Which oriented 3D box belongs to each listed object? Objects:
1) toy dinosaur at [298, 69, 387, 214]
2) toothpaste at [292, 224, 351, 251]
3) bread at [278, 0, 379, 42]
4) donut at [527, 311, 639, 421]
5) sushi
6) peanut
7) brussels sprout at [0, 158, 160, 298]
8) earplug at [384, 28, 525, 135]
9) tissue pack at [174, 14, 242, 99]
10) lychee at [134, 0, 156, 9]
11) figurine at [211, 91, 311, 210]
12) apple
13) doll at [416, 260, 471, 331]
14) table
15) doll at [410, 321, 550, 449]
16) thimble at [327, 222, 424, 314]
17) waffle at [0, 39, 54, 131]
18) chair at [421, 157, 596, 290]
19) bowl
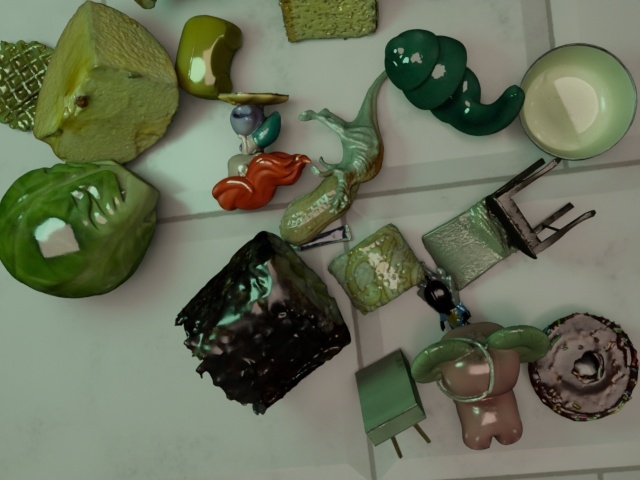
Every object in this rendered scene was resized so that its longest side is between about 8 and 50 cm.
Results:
[{"bbox_3d":[0.070,-0.242,1.639,0.205,0.092,0.393,35,66,5],"label":"toy dinosaur"},{"bbox_3d":[0.000,0.000,1.710,0.140,0.021,0.037,-16,89,6],"label":"toothpaste"},{"bbox_3d":[0.002,-0.625,1.666,0.248,0.279,0.315,-2,49,6],"label":"bread"},{"bbox_3d":[0.561,0.267,1.616,0.235,0.089,0.235,0,92,8],"label":"donut"},{"bbox_3d":[-0.117,0.175,1.598,0.294,0.281,0.299,-43,98,6],"label":"sushi"},{"bbox_3d":[-0.002,-0.073,1.674,0.214,0.098,0.090,-36,125,6],"label":"peanut"},{"bbox_3d":[-0.519,-0.030,1.649,0.355,0.281,0.289,-43,63,-11],"label":"brussels sprout"},{"bbox_3d":[0.258,-0.330,1.568,0.280,0.257,0.164,24,115,-24],"label":"earplug"},{"bbox_3d":[-0.257,-0.407,1.674,0.127,0.123,0.178,12,94,11],"label":"tissue pack"},{"bbox_3d":[-0.287,-0.667,1.607,0.320,0.270,0.270,-35,87,-26],"label":"lychee"},{"bbox_3d":[-0.133,-0.192,1.647,0.208,0.181,0.257,-4,100,-21],"label":"figurine"},{"bbox_3d":[-0.487,-0.319,1.649,0.314,0.252,0.309,42,130,-4],"label":"apple"},{"bbox_3d":[0.271,0.129,1.656,0.096,0.070,0.195,-32,91,35],"label":"doll"},{"bbox_3d":[0.161,0.353,1.604,0.121,0.240,0.111,-30,107,8],"label":"table"},{"bbox_3d":[0.335,0.278,1.551,0.284,0.268,0.216,-14,52,5],"label":"doll"},{"bbox_3d":[0.119,0.066,1.640,0.190,0.137,0.143,-33,87,19],"label":"thimble"},{"bbox_3d":[-0.689,-0.362,1.764,0.208,0.054,0.214,15,98,2],"label":"waffle"},{"bbox_3d":[0.384,-0.029,1.583,0.319,0.186,0.160,-34,94,5],"label":"chair"},{"bbox_3d":[0.525,-0.283,1.580,0.238,0.126,0.237,0,92,7],"label":"bowl"}]
